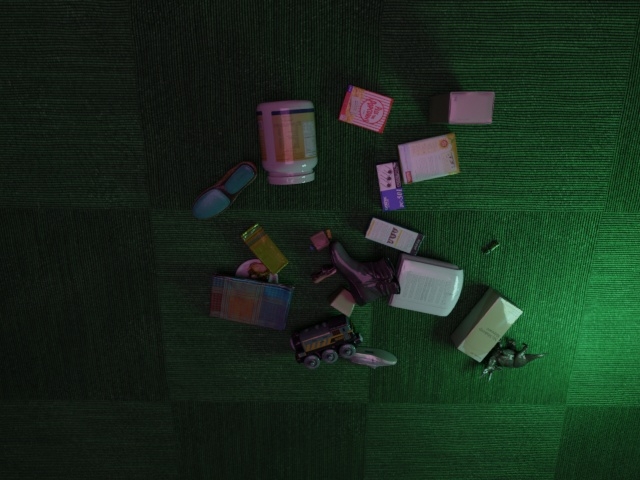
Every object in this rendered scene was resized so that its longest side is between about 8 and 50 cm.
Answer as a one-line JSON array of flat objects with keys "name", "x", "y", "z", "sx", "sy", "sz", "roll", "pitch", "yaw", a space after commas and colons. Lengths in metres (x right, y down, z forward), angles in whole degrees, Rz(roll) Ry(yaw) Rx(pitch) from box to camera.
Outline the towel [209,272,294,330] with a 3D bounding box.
[{"name": "towel", "x": -0.323, "y": 0.288, "z": 2.054, "sx": 0.371, "sy": 0.040, "sz": 0.271, "roll": 10, "pitch": 123, "yaw": -3}]

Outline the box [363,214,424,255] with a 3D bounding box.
[{"name": "box", "x": 0.325, "y": -0.025, "z": 1.978, "sx": 0.245, "sy": 0.060, "sz": 0.100, "roll": 20, "pitch": 106, "yaw": -5}]

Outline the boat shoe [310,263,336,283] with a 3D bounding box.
[{"name": "boat shoe", "x": 0.022, "y": 0.140, "z": 2.033, "sx": 0.152, "sy": 0.056, "sz": 0.049, "roll": -36, "pitch": 108, "yaw": 10}]

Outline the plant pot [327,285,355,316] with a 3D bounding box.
[{"name": "plant pot", "x": 0.107, "y": 0.271, "z": 2.050, "sx": 0.109, "sy": 0.109, "sz": 0.096, "roll": 33, "pitch": 92, "yaw": -9}]

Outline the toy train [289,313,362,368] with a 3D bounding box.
[{"name": "toy train", "x": 0.023, "y": 0.467, "z": 2.079, "sx": 0.334, "sy": 0.142, "sz": 0.190, "roll": -19, "pitch": 108, "yaw": 8}]

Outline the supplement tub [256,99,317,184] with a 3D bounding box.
[{"name": "supplement tub", "x": -0.131, "y": -0.395, "z": 1.790, "sx": 0.229, "sy": 0.228, "sz": 0.315, "roll": -3, "pitch": 106, "yaw": 2}]

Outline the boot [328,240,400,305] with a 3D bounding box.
[{"name": "boot", "x": 0.200, "y": 0.113, "z": 1.957, "sx": 0.223, "sy": 0.118, "sz": 0.338, "roll": -26, "pitch": 104, "yaw": 27}]

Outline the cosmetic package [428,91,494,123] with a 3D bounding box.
[{"name": "cosmetic package", "x": 0.528, "y": -0.504, "z": 1.707, "sx": 0.161, "sy": 0.309, "sz": 0.113, "roll": 0, "pitch": 106, "yaw": 1}]

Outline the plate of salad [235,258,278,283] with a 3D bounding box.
[{"name": "plate of salad", "x": -0.296, "y": 0.184, "z": 2.054, "sx": 0.200, "sy": 0.048, "sz": 0.199, "roll": 0, "pitch": 106, "yaw": 0}]

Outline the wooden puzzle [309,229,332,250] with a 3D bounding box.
[{"name": "wooden puzzle", "x": 0.000, "y": 0.000, "z": 2.016, "sx": 0.117, "sy": 0.014, "sz": 0.078, "roll": -22, "pitch": 100, "yaw": 7}]

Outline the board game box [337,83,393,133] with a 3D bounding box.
[{"name": "board game box", "x": 0.185, "y": -0.541, "z": 1.838, "sx": 0.194, "sy": 0.045, "sz": 0.146, "roll": 16, "pitch": 106, "yaw": -4}]

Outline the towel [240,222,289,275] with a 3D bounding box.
[{"name": "towel", "x": -0.249, "y": 0.040, "z": 2.006, "sx": 0.102, "sy": 0.021, "sz": 0.237, "roll": -41, "pitch": 102, "yaw": -14}]

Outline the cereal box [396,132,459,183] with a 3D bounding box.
[{"name": "cereal box", "x": 0.455, "y": -0.347, "z": 1.890, "sx": 0.241, "sy": 0.047, "sz": 0.172, "roll": -11, "pitch": 106, "yaw": 4}]

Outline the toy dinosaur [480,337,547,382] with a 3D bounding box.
[{"name": "toy dinosaur", "x": 0.906, "y": 0.554, "z": 2.129, "sx": 0.314, "sy": 0.121, "sz": 0.160, "roll": -9, "pitch": 118, "yaw": -1}]

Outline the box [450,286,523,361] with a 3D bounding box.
[{"name": "box", "x": 0.761, "y": 0.389, "z": 2.061, "sx": 0.148, "sy": 0.121, "sz": 0.311, "roll": 30, "pitch": 104, "yaw": -8}]

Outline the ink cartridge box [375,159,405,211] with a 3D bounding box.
[{"name": "ink cartridge box", "x": 0.302, "y": -0.236, "z": 1.925, "sx": 0.097, "sy": 0.046, "sz": 0.206, "roll": -9, "pitch": 106, "yaw": 5}]

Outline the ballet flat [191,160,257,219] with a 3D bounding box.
[{"name": "ballet flat", "x": -0.403, "y": -0.217, "z": 1.906, "sx": 0.349, "sy": 0.123, "sz": 0.123, "roll": -39, "pitch": 102, "yaw": 14}]

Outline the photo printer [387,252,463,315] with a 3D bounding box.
[{"name": "photo printer", "x": 0.481, "y": 0.204, "z": 2.019, "sx": 0.308, "sy": 0.107, "sz": 0.255, "roll": 11, "pitch": 107, "yaw": -3}]

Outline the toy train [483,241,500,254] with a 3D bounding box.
[{"name": "toy train", "x": 0.773, "y": 0.035, "z": 2.009, "sx": 0.083, "sy": 0.023, "sz": 0.017, "roll": -40, "pitch": 102, "yaw": 11}]

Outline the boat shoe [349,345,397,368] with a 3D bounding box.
[{"name": "boat shoe", "x": 0.251, "y": 0.572, "z": 2.151, "sx": 0.228, "sy": 0.079, "sz": 0.081, "roll": 11, "pitch": 115, "yaw": 3}]
